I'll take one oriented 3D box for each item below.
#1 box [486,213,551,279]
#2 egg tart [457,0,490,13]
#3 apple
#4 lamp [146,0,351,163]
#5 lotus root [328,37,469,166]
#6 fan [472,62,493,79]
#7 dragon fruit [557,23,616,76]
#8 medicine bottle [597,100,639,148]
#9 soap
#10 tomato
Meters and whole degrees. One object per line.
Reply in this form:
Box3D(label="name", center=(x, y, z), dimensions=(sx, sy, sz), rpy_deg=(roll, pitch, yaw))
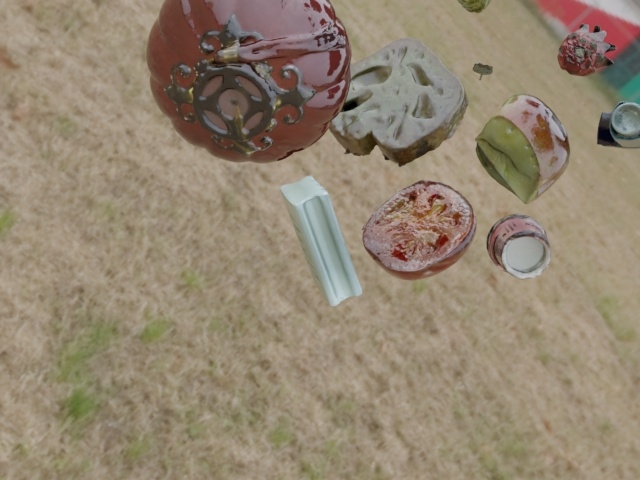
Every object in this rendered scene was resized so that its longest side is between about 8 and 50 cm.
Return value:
Box3D(label="box", center=(0.492, 0.021, 1.876), dimensions=(0.151, 0.151, 0.135), rpy_deg=(44, 12, -6))
Box3D(label="egg tart", center=(0.365, -0.638, 1.806), dimensions=(0.197, 0.078, 0.197), rpy_deg=(54, -17, 25))
Box3D(label="apple", center=(0.424, -0.194, 1.578), dimensions=(0.188, 0.174, 0.207), rpy_deg=(43, -5, 9))
Box3D(label="lamp", center=(-0.104, -0.257, 1.121), dimensions=(0.303, 0.303, 0.257), rpy_deg=(38, 33, -18))
Box3D(label="lotus root", center=(0.204, -0.381, 2.068), dimensions=(0.111, 0.390, 0.375), rpy_deg=(55, 45, -54))
Box3D(label="fan", center=(0.448, -0.467, 2.120), dimensions=(0.055, 0.004, 0.083), rpy_deg=(12, -18, 6))
Box3D(label="dragon fruit", center=(0.713, -0.514, 2.075), dimensions=(0.121, 0.141, 0.130), rpy_deg=(-133, -149, -61))
Box3D(label="medicine bottle", center=(0.633, -0.237, 1.585), dimensions=(0.124, 0.079, 0.258), rpy_deg=(11, 6, 24))
Box3D(label="soap", center=(0.000, 0.000, 1.757), dimensions=(0.160, 0.087, 0.266), rpy_deg=(-130, -162, -65))
Box3D(label="tomato", center=(0.299, -0.003, 2.209), dimensions=(0.338, 0.338, 0.144), rpy_deg=(-106, 168, -45))
